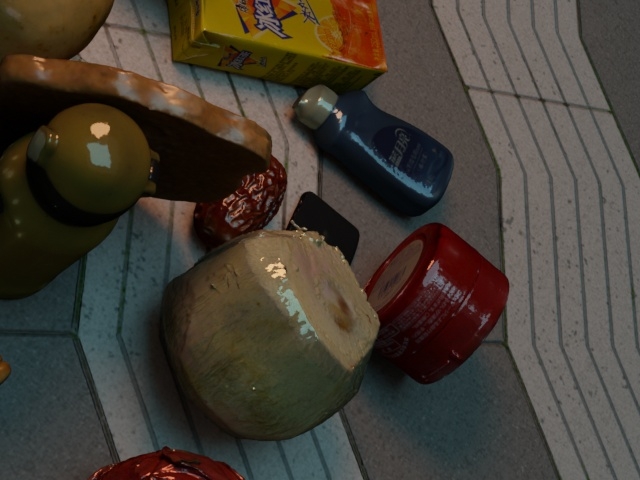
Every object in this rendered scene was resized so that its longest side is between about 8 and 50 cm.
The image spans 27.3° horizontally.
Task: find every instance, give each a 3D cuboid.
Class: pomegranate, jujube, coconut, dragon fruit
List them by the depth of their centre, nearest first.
[{"bbox_3d":[-0.185,0.371,1.633,0.241,0.252,0.240,-1,58,1],"label":"dragon fruit"},{"bbox_3d":[-0.424,-0.339,1.755,0.343,0.342,0.342,16,60,-30],"label":"pomegranate"},{"bbox_3d":[-0.079,0.135,1.808,0.297,0.255,0.297,45,27,-31],"label":"coconut"},{"bbox_3d":[-0.122,-0.060,1.980,0.112,0.109,0.176,21,58,16],"label":"jujube"}]

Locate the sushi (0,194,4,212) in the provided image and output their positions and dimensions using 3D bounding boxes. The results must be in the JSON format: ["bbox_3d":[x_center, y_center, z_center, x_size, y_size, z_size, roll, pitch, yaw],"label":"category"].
[{"bbox_3d":[-0.500,-0.081,1.624,0.050,0.215,0.192,-2,68,-55],"label":"sushi"}]

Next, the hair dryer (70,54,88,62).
[{"bbox_3d":[-0.372,-0.209,1.903,0.082,0.047,0.137,36,57,-19],"label":"hair dryer"}]

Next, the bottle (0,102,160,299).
[{"bbox_3d":[-0.335,-0.058,1.647,0.172,0.351,0.171,16,60,-31],"label":"bottle"}]

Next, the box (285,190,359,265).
[{"bbox_3d":[0.000,0.000,2.091,0.125,0.027,0.126,39,49,-19],"label":"box"}]

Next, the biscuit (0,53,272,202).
[{"bbox_3d":[-0.272,-0.147,1.732,0.385,0.365,0.062,17,72,-22],"label":"biscuit"}]

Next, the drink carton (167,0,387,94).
[{"bbox_3d":[-0.070,-0.345,2.147,0.351,0.111,0.154,8,63,-34],"label":"drink carton"}]

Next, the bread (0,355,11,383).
[{"bbox_3d":[-0.438,0.179,1.559,0.116,0.200,0.077,-33,91,-30],"label":"bread"}]

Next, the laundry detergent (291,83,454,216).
[{"bbox_3d":[0.084,-0.166,2.187,0.290,0.094,0.143,34,56,-19],"label":"laundry detergent"}]

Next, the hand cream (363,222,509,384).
[{"bbox_3d":[0.166,0.095,2.036,0.149,0.230,0.230,36,51,-14],"label":"hand cream"}]
